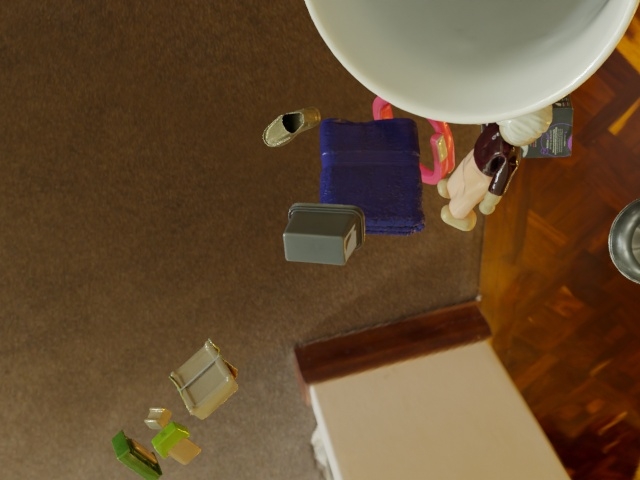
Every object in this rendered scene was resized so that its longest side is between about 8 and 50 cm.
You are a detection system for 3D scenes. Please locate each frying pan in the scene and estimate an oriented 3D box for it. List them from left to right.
[{"bbox_3d":[0.774,0.038,1.441,0.326,0.053,0.197,34,97,-1],"label":"frying pan"}]

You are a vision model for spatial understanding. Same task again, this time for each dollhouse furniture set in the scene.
[{"bbox_3d":[-0.143,0.187,0.718,0.152,0.076,0.058,-42,129,-6],"label":"dollhouse furniture set"}]

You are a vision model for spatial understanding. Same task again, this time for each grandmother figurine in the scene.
[{"bbox_3d":[0.311,-0.153,1.220,0.104,0.208,0.342,-6,159,-15],"label":"grandmother figurine"}]

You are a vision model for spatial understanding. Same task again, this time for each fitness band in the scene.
[{"bbox_3d":[0.221,-0.248,1.601,0.054,0.209,0.291,-45,150,-14],"label":"fitness band"}]

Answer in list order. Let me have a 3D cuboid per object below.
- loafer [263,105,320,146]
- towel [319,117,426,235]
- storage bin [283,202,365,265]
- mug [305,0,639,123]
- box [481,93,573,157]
[{"bbox_3d":[-0.068,-0.236,1.380,0.148,0.056,0.050,-25,171,35],"label":"loafer"},{"bbox_3d":[0.112,-0.142,1.496,0.228,0.308,0.076,0,146,1],"label":"towel"},{"bbox_3d":[0.000,0.000,1.147,0.135,0.091,0.098,5,120,16],"label":"storage bin"},{"bbox_3d":[0.203,-0.318,0.587,0.374,0.328,0.276,-18,117,41],"label":"mug"},{"bbox_3d":[0.645,-0.360,2.116,0.270,0.143,0.165,0,122,15],"label":"box"}]
